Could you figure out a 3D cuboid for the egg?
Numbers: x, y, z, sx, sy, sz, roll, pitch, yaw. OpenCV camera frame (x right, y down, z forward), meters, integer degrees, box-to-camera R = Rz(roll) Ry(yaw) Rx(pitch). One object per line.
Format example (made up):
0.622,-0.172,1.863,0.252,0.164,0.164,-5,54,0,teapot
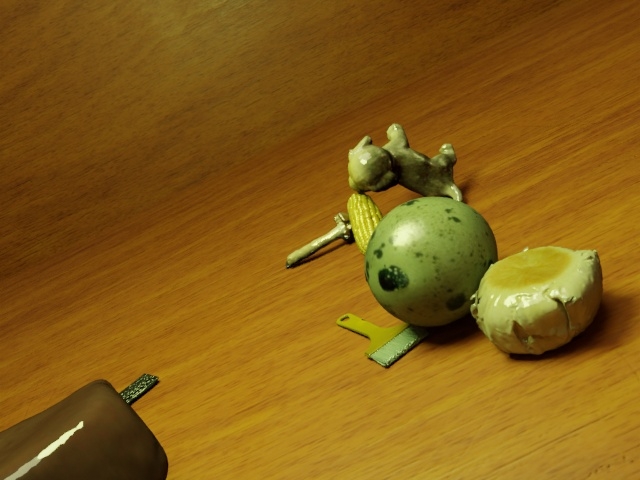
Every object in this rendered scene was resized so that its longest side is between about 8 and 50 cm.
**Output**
0.161,0.024,0.976,0.177,0.177,0.228,-11,8,38,egg

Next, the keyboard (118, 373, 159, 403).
-0.371,0.294,1.210,0.196,0.015,0.074,-37,21,-29,keyboard

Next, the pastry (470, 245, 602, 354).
0.266,0.068,0.848,0.165,0.088,0.166,-24,20,9,pastry

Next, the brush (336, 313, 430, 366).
0.076,0.136,1.042,0.083,0.011,0.205,-34,19,-18,brush

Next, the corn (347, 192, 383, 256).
0.091,-0.028,1.327,0.067,0.067,0.206,-25,31,6,corn

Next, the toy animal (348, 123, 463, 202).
0.163,-0.139,1.376,0.233,0.121,0.169,15,32,-5,toy animal

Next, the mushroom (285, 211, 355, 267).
0.000,0.000,1.434,0.187,0.061,0.060,-28,-10,8,mushroom

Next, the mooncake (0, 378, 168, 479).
-0.360,0.323,0.862,0.326,0.174,0.334,-36,11,-21,mooncake
